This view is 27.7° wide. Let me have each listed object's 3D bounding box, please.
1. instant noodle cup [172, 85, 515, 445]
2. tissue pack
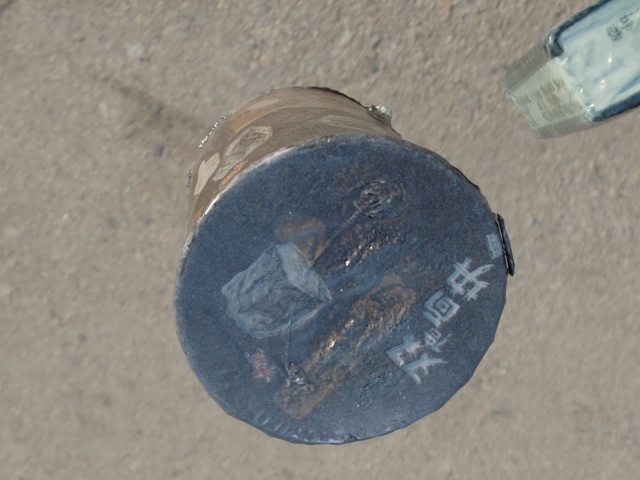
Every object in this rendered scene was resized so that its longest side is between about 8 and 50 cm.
[{"bbox_3d":[0.000,0.000,0.899,0.218,0.207,0.217,-4,112,-9],"label":"instant noodle cup"},{"bbox_3d":[0.244,-0.152,0.971,0.185,0.257,0.081,-32,90,2],"label":"tissue pack"}]
